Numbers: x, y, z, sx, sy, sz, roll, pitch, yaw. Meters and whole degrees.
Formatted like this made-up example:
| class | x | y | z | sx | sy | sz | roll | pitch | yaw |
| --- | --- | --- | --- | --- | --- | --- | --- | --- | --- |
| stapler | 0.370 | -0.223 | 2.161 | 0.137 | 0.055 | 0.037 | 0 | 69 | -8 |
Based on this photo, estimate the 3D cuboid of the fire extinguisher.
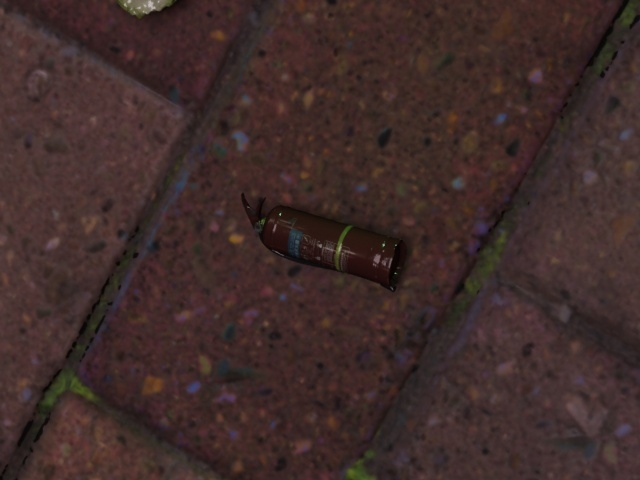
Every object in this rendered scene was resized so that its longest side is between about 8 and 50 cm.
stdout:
| class | x | y | z | sx | sy | sz | roll | pitch | yaw |
| --- | --- | --- | --- | --- | --- | --- | --- | --- | --- |
| fire extinguisher | 0.000 | 0.000 | 1.297 | 0.132 | 0.039 | 0.056 | 16 | 135 | 20 |

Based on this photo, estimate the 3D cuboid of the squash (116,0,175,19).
| class | x | y | z | sx | sy | sz | roll | pitch | yaw |
| --- | --- | --- | --- | --- | --- | --- | --- | --- | --- |
| squash | -0.142 | -0.291 | 1.303 | 0.069 | 0.069 | 0.239 | -4 | 91 | 13 |
